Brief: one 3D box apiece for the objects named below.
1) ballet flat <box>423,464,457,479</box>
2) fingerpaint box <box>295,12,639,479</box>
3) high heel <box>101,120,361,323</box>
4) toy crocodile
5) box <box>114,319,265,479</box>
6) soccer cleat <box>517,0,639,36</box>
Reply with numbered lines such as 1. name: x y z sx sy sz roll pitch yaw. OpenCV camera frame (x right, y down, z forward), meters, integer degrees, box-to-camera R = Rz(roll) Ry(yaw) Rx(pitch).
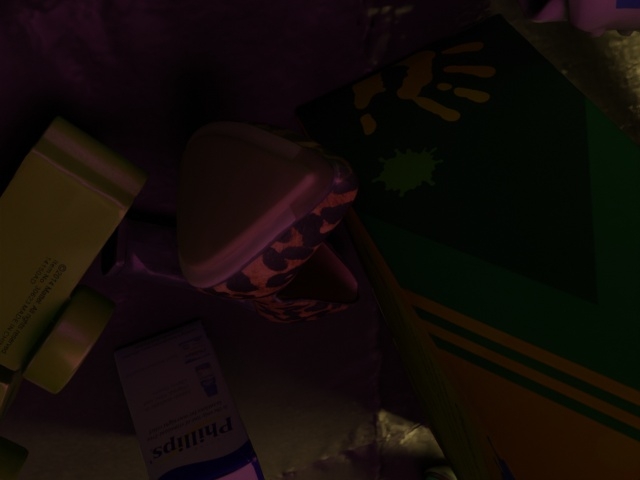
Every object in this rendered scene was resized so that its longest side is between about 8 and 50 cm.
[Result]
1. ballet flat: 0.161 0.281 0.950 0.068 0.072 0.213 -47 142 -21
2. fingerpaint box: 0.179 0.135 0.593 0.163 0.371 0.445 -27 136 -1
3. high heel: 0.000 0.000 0.511 0.186 0.093 0.261 12 165 -30
4. toy crocodile: -0.213 0.074 0.536 0.115 0.105 0.340 29 110 -12
5. box: -0.088 0.154 0.642 0.072 0.137 0.126 -20 136 -10
6. soccer cleat: 0.205 -0.174 0.525 0.331 0.116 0.143 17 137 -34
